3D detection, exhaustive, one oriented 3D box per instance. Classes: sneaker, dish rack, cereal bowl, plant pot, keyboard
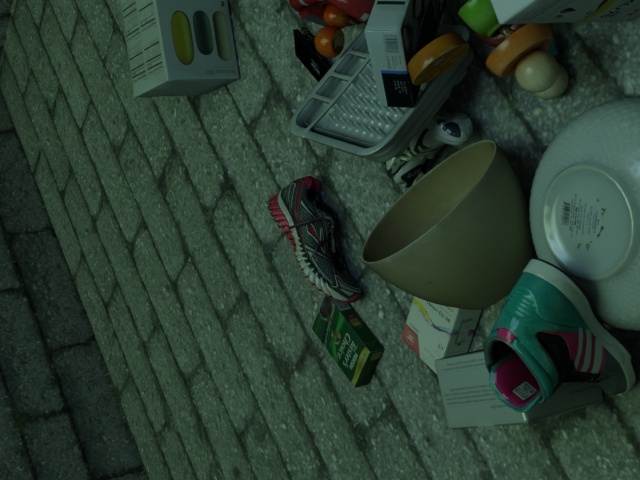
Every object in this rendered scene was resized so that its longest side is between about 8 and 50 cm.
[{"bbox_3d":[0.184,-0.160,1.671,0.235,0.094,0.153,26,120,50],"label":"sneaker"},{"bbox_3d":[0.334,0.179,1.331,0.295,0.178,0.124,46,169,-32],"label":"sneaker"},{"bbox_3d":[0.111,-0.259,1.649,0.285,0.072,0.333,-51,31,-7],"label":"dish rack"},{"bbox_3d":[0.419,-0.031,1.316,0.339,0.141,0.339,19,113,52],"label":"cereal bowl"},{"bbox_3d":[0.235,0.001,1.520,0.191,0.284,0.284,45,146,-12],"label":"plant pot"},{"bbox_3d":[0.000,0.000,1.962,0.112,0.121,0.299,-37,72,19],"label":"sneaker"},{"bbox_3d":[0.003,-0.376,1.950,0.192,0.038,0.100,53,160,33],"label":"keyboard"}]

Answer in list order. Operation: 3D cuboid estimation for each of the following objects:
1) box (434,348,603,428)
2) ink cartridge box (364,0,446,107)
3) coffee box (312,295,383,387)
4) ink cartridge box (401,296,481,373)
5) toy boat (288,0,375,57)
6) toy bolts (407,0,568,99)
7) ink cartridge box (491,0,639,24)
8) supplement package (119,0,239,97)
[{"bbox_3d":[0.314,0.223,1.488,0.181,0.182,0.119,-22,77,55],"label":"box"},{"bbox_3d":[0.150,-0.389,1.523,0.065,0.332,0.165,4,145,19],"label":"ink cartridge box"},{"bbox_3d":[0.055,0.208,1.984,0.184,0.040,0.113,53,136,35],"label":"coffee box"},{"bbox_3d":[0.225,0.127,1.695,0.115,0.067,0.198,43,130,43],"label":"ink cartridge box"},{"bbox_3d":[0.031,-0.417,1.752,0.231,0.151,0.151,10,87,61],"label":"toy boat"},{"bbox_3d":[0.273,-0.260,1.398,0.218,0.228,0.158,-39,79,34],"label":"toy bolts"},{"bbox_3d":[0.358,-0.411,1.202,0.198,0.270,0.197,-29,75,54],"label":"ink cartridge box"},{"bbox_3d":[-0.344,-0.498,2.266,0.198,0.199,0.262,-8,91,55],"label":"supplement package"}]
